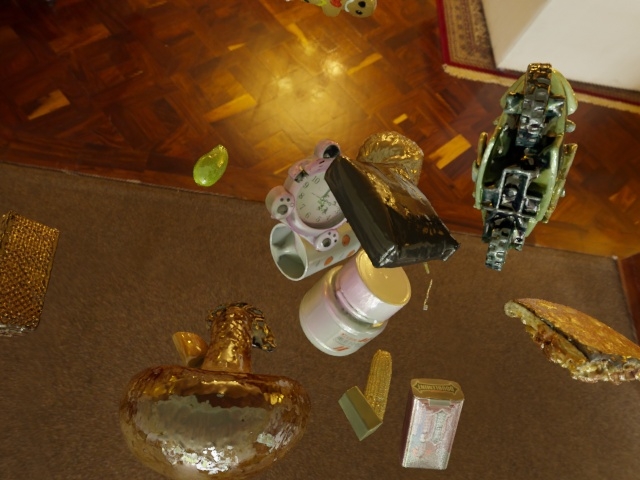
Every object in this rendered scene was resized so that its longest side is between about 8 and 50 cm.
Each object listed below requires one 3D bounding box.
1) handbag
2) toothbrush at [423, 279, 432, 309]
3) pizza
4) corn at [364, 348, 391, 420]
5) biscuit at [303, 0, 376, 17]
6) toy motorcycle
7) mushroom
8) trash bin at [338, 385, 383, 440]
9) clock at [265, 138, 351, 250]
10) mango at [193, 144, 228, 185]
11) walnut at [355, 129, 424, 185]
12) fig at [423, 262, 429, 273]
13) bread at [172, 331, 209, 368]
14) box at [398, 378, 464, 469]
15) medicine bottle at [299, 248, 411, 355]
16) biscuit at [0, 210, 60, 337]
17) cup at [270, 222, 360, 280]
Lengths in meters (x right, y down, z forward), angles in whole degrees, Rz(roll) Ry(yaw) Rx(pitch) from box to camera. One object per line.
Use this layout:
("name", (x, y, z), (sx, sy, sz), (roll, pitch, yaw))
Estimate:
("handbag", (0.147, -0.065, 0.807), (0.223, 0.080, 0.246), (-7, 59, -38))
("toothbrush", (0.508, 0.253, 1.939), (0.019, 0.013, 0.193), (5, 43, 23))
("pizza", (0.699, 0.275, 1.097), (0.409, 0.114, 0.277), (21, 27, 10))
("corn", (0.231, 0.593, 1.660), (0.102, 0.102, 0.312), (21, 69, -3))
("biscuit", (0.019, -0.597, 0.993), (0.240, 0.158, 0.035), (18, 83, -4))
("toy motorcycle", (0.376, -0.139, 0.778), (0.169, 0.410, 0.237), (17, 46, 26))
("mushroom", (-0.171, 0.277, 0.796), (0.331, 0.334, 0.356), (22, 65, 10))
("trash bin", (0.083, 0.365, 0.876), (0.043, 0.061, 0.092), (-15, 55, -31))
("clock", (0.003, -0.120, 1.079), (0.228, 0.090, 0.248), (36, 96, -32))
("mango", (-0.371, -0.259, 1.410), (0.091, 0.074, 0.165), (38, 70, -32))
("walnut", (0.203, -0.220, 1.251), (0.228, 0.228, 0.227), (4, 67, -11))
("fig", (0.344, 0.008, 1.538), (0.159, 0.159, 0.257), (-23, 81, -20))
("bread", (-0.282, 0.235, 0.909), (0.062, 0.049, 0.103), (-21, 41, -25))
("box", (0.255, 0.436, 0.969), (0.120, 0.224, 0.069), (2, 22, 1))
("medicine bottle", (0.101, 0.184, 1.243), (0.241, 0.302, 0.241), (23, 42, -22))
("biscuit", (-0.613, 0.064, 0.828), (0.070, 0.106, 0.252), (-21, 58, 24))
("cup", (0.000, 0.000, 1.548), (0.317, 0.212, 0.212), (-20, 72, -38))
